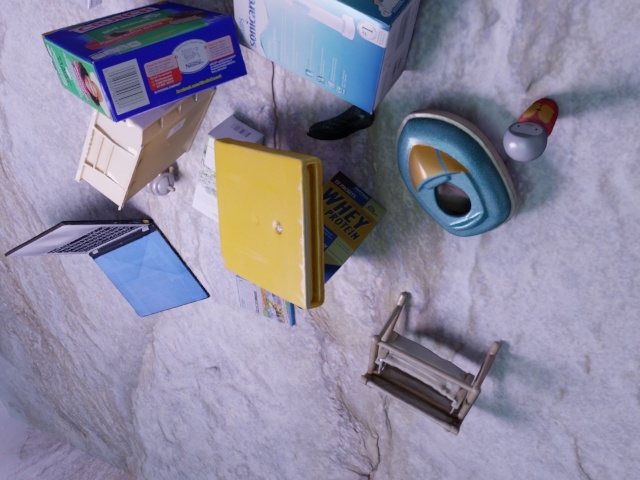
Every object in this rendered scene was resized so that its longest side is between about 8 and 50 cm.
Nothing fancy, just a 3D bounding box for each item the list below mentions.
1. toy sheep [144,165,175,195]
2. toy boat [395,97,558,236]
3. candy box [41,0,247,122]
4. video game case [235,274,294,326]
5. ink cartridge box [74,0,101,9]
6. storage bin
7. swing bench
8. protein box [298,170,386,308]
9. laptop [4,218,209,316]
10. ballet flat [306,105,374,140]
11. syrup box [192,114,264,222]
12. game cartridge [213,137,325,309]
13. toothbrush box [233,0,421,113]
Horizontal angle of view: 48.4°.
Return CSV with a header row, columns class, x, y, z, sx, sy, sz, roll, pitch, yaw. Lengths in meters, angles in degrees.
class,x,y,z,sx,sy,sz,roll,pitch,yaw
toy sheep,-0.403,-0.154,1.760,0.132,0.091,0.091,35,141,35
toy boat,0.268,-0.137,1.238,0.267,0.148,0.318,49,138,-9
candy box,-0.334,-0.349,1.334,0.317,0.268,0.122,31,140,49
video game case,-0.147,0.158,1.889,0.166,0.015,0.119,18,133,24
ink cartridge box,-0.500,-0.597,1.483,0.097,0.046,0.207,34,138,6
storage bin,-0.372,-0.240,1.531,0.123,0.262,0.260,38,138,1
swing bench,0.236,0.300,1.620,0.253,0.165,0.254,26,137,15
protein box,0.000,0.000,1.508,0.136,0.201,0.200,41,138,1
laptop,-0.605,0.096,2.017,0.382,0.408,0.236,-19,79,43
ballet flat,0.040,-0.234,1.410,0.173,0.049,0.057,-11,160,43
syrup box,-0.211,-0.153,1.611,0.093,0.096,0.237,33,138,10
game cartridge,-0.106,-0.044,1.396,0.324,0.053,0.285,22,118,51
toothbrush box,0.004,-0.382,1.201,0.295,0.126,0.216,29,154,12
